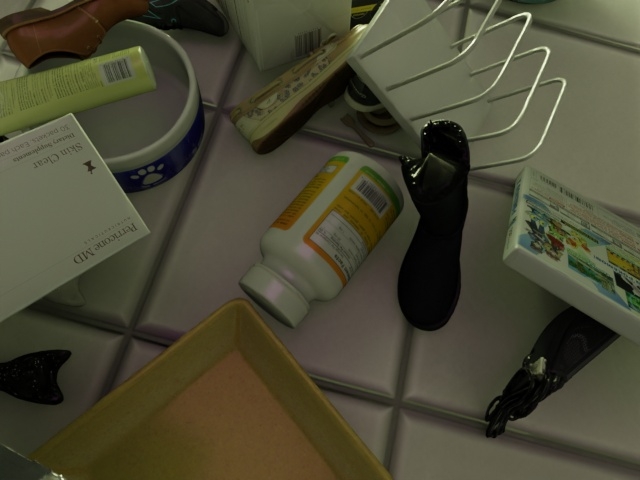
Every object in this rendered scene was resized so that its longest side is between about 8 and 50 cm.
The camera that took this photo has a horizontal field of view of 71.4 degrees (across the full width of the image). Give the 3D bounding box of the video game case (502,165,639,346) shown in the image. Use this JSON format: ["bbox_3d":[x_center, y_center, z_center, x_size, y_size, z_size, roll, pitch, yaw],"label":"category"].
[{"bbox_3d":[0.429,0.035,0.649,0.329,0.036,0.300,33,38,6],"label":"video game case"}]

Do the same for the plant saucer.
[{"bbox_3d":[-0.128,0.300,0.553,0.333,0.081,0.333,-38,77,-17],"label":"plant saucer"}]

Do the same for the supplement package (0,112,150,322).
[{"bbox_3d":[-0.358,0.002,0.486,0.262,0.204,0.145,-38,109,-26],"label":"supplement package"}]

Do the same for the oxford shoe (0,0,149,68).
[{"bbox_3d":[-0.347,-0.312,0.661,0.212,0.076,0.076,-30,105,-17],"label":"oxford shoe"}]

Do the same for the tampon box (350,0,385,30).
[{"bbox_3d":[0.064,-0.480,0.844,0.120,0.101,0.161,-17,73,-10],"label":"tampon box"}]

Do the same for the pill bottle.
[{"bbox_3d":[0.000,0.000,0.644,0.136,0.136,0.245,37,71,8],"label":"pill bottle"}]

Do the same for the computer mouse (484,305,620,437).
[{"bbox_3d":[0.330,0.154,0.621,0.272,0.188,0.072,-26,57,-23],"label":"computer mouse"}]

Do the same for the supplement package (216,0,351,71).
[{"bbox_3d":[-0.089,-0.471,0.764,0.177,0.175,0.293,-23,63,-13],"label":"supplement package"}]

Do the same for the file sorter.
[{"bbox_3d":[0.221,-0.260,0.676,0.278,0.173,0.193,41,68,-28],"label":"file sorter"}]

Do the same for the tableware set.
[{"bbox_3d":[0.074,-0.272,0.803,0.128,0.039,0.194,-39,78,-17],"label":"tableware set"}]

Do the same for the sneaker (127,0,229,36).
[{"bbox_3d":[-0.299,-0.417,0.806,0.267,0.101,0.106,21,99,-5],"label":"sneaker"}]

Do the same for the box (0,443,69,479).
[{"bbox_3d":[-0.370,0.297,0.392,0.318,0.395,0.097,27,28,2],"label":"box"}]

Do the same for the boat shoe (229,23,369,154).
[{"bbox_3d":[-0.022,-0.265,0.731,0.285,0.104,0.089,-41,83,-4],"label":"boat shoe"}]

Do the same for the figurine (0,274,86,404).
[{"bbox_3d":[-0.434,0.108,0.599,0.209,0.092,0.215,8,68,-11],"label":"figurine"}]

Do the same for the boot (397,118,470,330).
[{"bbox_3d":[0.150,-0.015,0.616,0.094,0.207,0.246,10,72,24],"label":"boot"}]

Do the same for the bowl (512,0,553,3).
[{"bbox_3d":[0.438,-0.608,0.895,0.311,0.163,0.311,2,71,-5],"label":"bowl"}]

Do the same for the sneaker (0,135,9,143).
[{"bbox_3d":[-0.483,-0.091,0.649,0.293,0.102,0.146,18,69,1],"label":"sneaker"}]

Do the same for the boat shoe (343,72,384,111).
[{"bbox_3d":[0.143,-0.296,0.765,0.233,0.079,0.084,-32,68,-28],"label":"boat shoe"}]

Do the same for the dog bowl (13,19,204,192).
[{"bbox_3d":[-0.323,-0.212,0.708,0.265,0.104,0.265,2,70,-4],"label":"dog bowl"}]

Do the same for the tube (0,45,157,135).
[{"bbox_3d":[-0.356,-0.209,0.622,0.240,0.062,0.070,-18,29,-6],"label":"tube"}]
